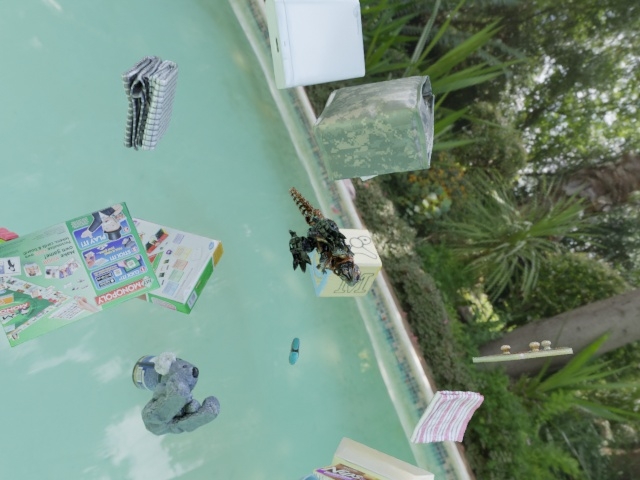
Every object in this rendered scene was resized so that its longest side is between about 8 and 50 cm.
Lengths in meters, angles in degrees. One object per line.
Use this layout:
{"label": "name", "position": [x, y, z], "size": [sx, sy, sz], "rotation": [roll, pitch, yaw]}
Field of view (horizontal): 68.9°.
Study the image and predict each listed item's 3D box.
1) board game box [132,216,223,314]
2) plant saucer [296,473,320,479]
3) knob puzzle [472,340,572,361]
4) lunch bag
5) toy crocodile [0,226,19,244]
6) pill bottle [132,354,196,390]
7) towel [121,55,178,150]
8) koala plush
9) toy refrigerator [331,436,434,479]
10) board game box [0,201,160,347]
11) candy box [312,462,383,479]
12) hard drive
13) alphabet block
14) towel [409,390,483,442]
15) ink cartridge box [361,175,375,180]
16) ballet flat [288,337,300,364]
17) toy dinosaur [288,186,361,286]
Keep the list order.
{"label": "board game box", "position": [-0.495, 0.069, 1.434], "size": [0.064, 0.317, 0.242], "rotation": [90, 19, -53]}
{"label": "plant saucer", "position": [-0.045, 0.467, 0.584], "size": [0.317, 0.044, 0.317], "rotation": [-1, 90, -76]}
{"label": "knob puzzle", "position": [0.423, 0.236, 0.997], "size": [0.213, 0.213, 0.030], "rotation": [39, 42, -71]}
{"label": "lunch bag", "position": [0.136, -0.277, 1.080], "size": [0.287, 0.235, 0.169], "rotation": [-70, 148, -48]}
{"label": "toy crocodile", "position": [-0.759, 0.017, 1.111], "size": [0.341, 0.105, 0.115], "rotation": [30, 2, -15]}
{"label": "pill bottle", "position": [-0.541, 0.470, 1.632], "size": [0.123, 0.219, 0.122], "rotation": [8, 81, -60]}
{"label": "towel", "position": [-0.532, -0.426, 1.443], "size": [0.283, 0.121, 0.235], "rotation": [-99, -154, -58]}
{"label": "koala plush", "position": [-0.437, 0.452, 1.419], "size": [0.196, 0.203, 0.221], "rotation": [49, 12, -34]}
{"label": "toy refrigerator", "position": [0.168, 0.661, 1.303], "size": [0.094, 0.270, 0.102], "rotation": [-33, 135, -63]}
{"label": "board game box", "position": [-0.548, 0.069, 1.028], "size": [0.213, 0.317, 0.046], "rotation": [69, -18, -4]}
{"label": "candy box", "position": [0.082, 0.611, 1.152], "size": [0.109, 0.187, 0.053], "rotation": [15, 80, -47]}
{"label": "hard drive", "position": [-0.002, -0.597, 1.404], "size": [0.353, 0.047, 0.233], "rotation": [-25, 117, -40]}
{"label": "alphabet block", "position": [0.083, 0.082, 1.724], "size": [0.193, 0.197, 0.192], "rotation": [113, -29, -43]}
{"label": "towel", "position": [0.320, 0.443, 1.166], "size": [0.197, 0.144, 0.029], "rotation": [16, 13, -38]}
{"label": "ink cartridge box", "position": [0.149, -0.247, 1.401], "size": [0.180, 0.104, 0.060], "rotation": [45, 34, -47]}
{"label": "ballet flat", "position": [-0.107, 0.459, 1.923], "size": [0.041, 0.041, 0.114], "rotation": [53, 42, -53]}
{"label": "toy dinosaur", "position": [0.000, 0.000, 1.349], "size": [0.322, 0.164, 0.218], "rotation": [37, 16, 7]}
